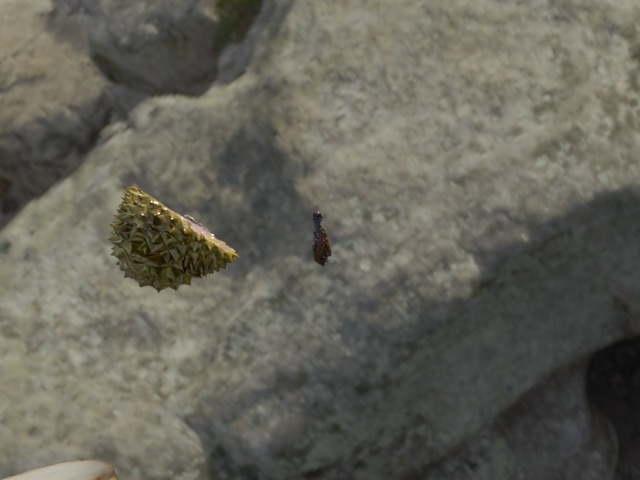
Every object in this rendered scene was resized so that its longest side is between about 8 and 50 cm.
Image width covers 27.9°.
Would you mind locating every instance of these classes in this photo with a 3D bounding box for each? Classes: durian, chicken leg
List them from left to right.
[{"bbox_3d":[-0.231,-0.008,1.927,0.165,0.182,0.132,-28,8,42],"label":"durian"},{"bbox_3d":[0.000,0.002,1.607,0.021,0.083,0.036,4,51,16],"label":"chicken leg"}]

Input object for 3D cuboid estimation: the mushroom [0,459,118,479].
[{"bbox_3d":[-0.366,0.502,1.628,0.313,0.397,0.224,-18,10,-20],"label":"mushroom"}]
